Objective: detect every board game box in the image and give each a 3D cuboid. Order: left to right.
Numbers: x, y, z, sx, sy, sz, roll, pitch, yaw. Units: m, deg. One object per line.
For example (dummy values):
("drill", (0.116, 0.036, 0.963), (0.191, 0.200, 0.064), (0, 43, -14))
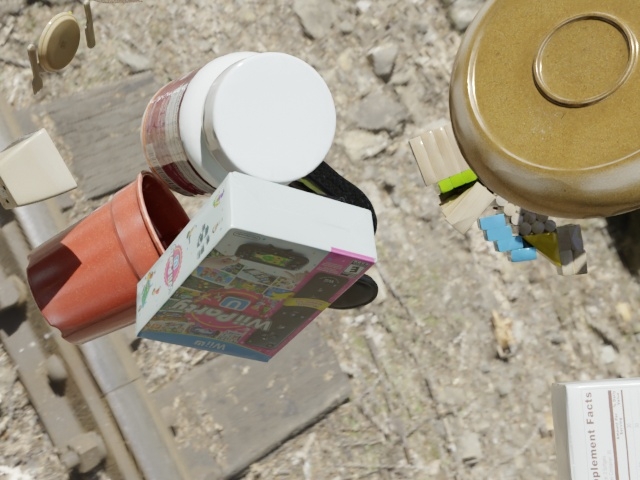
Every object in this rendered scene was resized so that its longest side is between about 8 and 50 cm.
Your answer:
("board game box", (-0.098, 0.049, 1.321), (0.224, 0.303, 0.097), (15, 51, -28))

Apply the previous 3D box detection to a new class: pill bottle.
("pill bottle", (-0.140, -0.180, 1.509), (0.224, 0.392, 0.223), (-1, 92, -24))

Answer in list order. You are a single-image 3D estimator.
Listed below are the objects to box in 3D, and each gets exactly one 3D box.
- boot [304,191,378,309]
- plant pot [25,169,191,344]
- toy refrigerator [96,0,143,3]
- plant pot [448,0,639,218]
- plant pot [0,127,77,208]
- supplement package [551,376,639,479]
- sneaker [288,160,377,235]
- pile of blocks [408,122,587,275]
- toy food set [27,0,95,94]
("boot", (0.000, 0.000, 1.661), (0.263, 0.091, 0.229), (11, 46, 16))
("plant pot", (-0.375, 0.050, 1.737), (0.272, 0.265, 0.272), (61, 7, -14))
("toy refrigerator", (-0.380, -0.428, 1.402), (0.270, 0.094, 0.102), (-3, 99, -58))
("plant pot", (0.203, -0.133, 0.716), (0.032, 0.236, 0.236), (29, 51, -56))
("plant pot", (-0.477, -0.107, 1.518), (0.096, 0.109, 0.109), (-36, 109, -31))
("supplement package", (0.292, 0.166, 0.787), (0.180, 0.105, 0.105), (-4, 83, 7))
("sneaker", (0.013, -0.081, 1.869), (0.234, 0.097, 0.084), (45, 43, -9))
("pile of blocks", (0.291, -0.055, 1.595), (0.362, 0.112, 0.149), (44, 91, 0))
("toy food set", (-0.520, -0.387, 1.846), (0.039, 0.132, 0.192), (24, 50, 14))
